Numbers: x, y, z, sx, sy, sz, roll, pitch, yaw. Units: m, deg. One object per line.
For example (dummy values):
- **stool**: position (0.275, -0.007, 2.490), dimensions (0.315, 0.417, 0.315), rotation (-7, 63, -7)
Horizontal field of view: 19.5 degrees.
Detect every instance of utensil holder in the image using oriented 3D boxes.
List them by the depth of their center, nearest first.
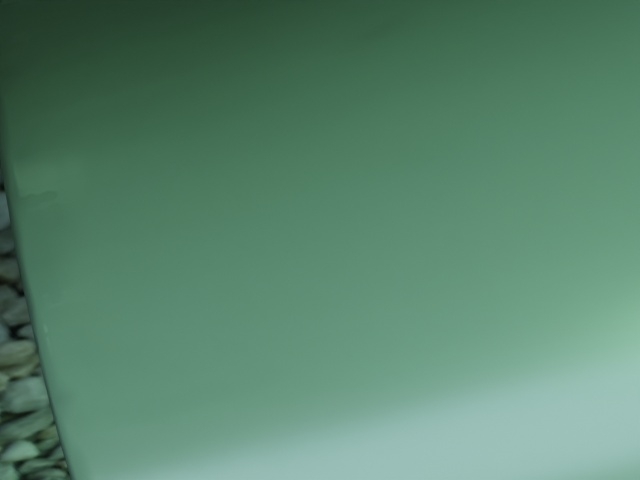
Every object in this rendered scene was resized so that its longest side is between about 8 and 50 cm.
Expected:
- **utensil holder**: position (0.084, -0.001, 0.789), dimensions (0.385, 0.328, 0.328), rotation (-13, 149, -3)
